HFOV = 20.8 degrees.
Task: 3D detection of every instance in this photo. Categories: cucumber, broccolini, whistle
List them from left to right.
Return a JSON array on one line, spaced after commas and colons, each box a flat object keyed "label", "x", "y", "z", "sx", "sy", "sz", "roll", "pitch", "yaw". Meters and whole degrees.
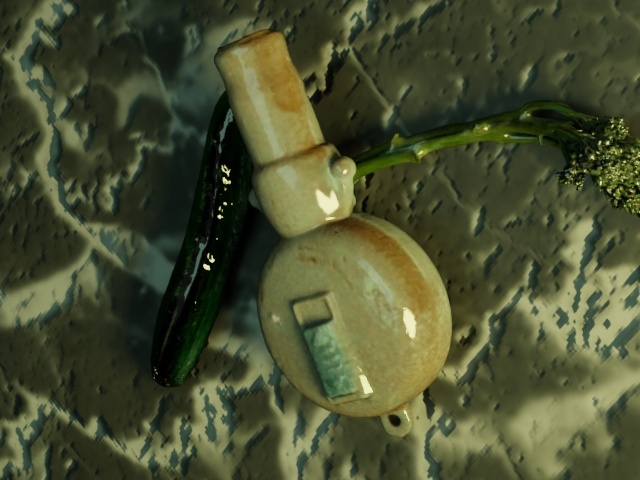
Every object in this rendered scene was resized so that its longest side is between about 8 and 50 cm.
[{"label": "cucumber", "x": -0.061, "y": 0.002, "z": 0.955, "sx": 0.036, "sy": 0.033, "sz": 0.184, "roll": 17, "pitch": 105, "yaw": 7}, {"label": "whistle", "x": 0.000, "y": 0.000, "z": 0.885, "sx": 0.107, "sy": 0.057, "sz": 0.220, "roll": -16, "pitch": 96, "yaw": 42}, {"label": "broccolini", "x": 0.083, "y": -0.043, "z": 0.870, "sx": 0.194, "sy": 0.054, "sz": 0.052, "roll": 2, "pitch": 71, "yaw": 40}]
